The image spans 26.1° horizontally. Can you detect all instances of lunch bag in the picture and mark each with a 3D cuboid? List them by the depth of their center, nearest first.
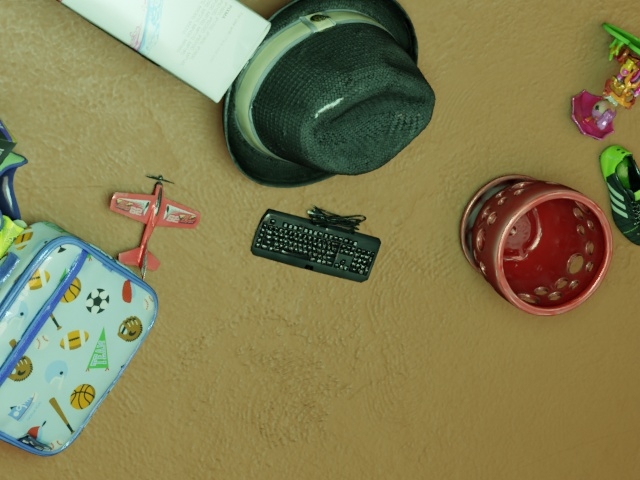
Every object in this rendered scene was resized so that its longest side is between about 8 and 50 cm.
[{"bbox_3d":[-0.381,0.139,1.869,0.243,0.115,0.303,40,81,-44],"label":"lunch bag"}]

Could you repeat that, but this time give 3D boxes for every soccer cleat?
[{"bbox_3d":[-0.456,0.012,1.854,0.121,0.093,0.289,9,99,-2],"label":"soccer cleat"},{"bbox_3d":[0.483,-0.064,2.145,0.060,0.072,0.179,-29,110,-9],"label":"soccer cleat"}]

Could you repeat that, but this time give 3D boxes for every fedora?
[{"bbox_3d":[0.036,-0.183,1.877,0.334,0.152,0.334,-22,131,-28],"label":"fedora"}]

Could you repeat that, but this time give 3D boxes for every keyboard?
[{"bbox_3d":[0.000,0.000,2.031,0.192,0.038,0.100,14,99,-21],"label":"keyboard"}]

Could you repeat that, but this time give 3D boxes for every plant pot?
[{"bbox_3d":[0.313,0.000,2.054,0.191,0.174,0.191,-4,104,-16],"label":"plant pot"}]

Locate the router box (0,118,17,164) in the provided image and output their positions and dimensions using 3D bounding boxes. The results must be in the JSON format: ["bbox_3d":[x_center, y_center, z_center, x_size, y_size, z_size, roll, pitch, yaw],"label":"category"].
[{"bbox_3d":[-0.560,-0.052,1.703,0.309,0.081,0.243,-49,154,19],"label":"router box"}]

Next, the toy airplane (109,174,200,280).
[{"bbox_3d":[-0.239,-0.018,1.948,0.151,0.028,0.151,-5,98,-38],"label":"toy airplane"}]

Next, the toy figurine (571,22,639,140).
[{"bbox_3d":[0.441,-0.220,2.058,0.130,0.173,0.159,26,108,-10],"label":"toy figurine"}]

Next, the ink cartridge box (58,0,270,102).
[{"bbox_3d":[-0.242,-0.320,1.771,0.306,0.226,0.131,34,92,-21],"label":"ink cartridge box"}]
